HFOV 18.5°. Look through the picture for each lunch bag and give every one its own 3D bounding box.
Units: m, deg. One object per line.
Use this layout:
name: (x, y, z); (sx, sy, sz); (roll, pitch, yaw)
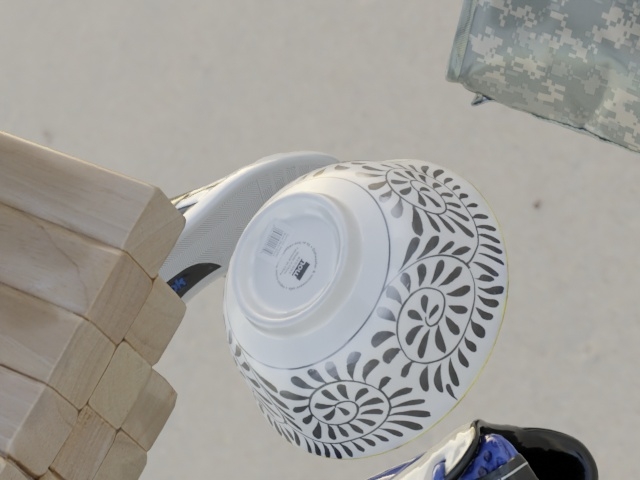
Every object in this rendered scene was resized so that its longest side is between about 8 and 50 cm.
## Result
lunch bag: (0.248, -0.217, 1.596); (0.169, 0.235, 0.287); (-41, -30, -66)

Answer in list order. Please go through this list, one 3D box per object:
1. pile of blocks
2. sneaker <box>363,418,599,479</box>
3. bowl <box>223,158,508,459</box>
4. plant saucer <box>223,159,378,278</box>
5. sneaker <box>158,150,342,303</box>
pile of blocks: (-0.196, 0.046, 0.627); (0.362, 0.112, 0.149); (-6, 60, 20)
sneaker: (0.036, 0.178, 1.081); (0.127, 0.315, 0.182); (57, 149, 8)
bowl: (0.006, 0.022, 1.027); (0.170, 0.080, 0.170); (-16, 61, 30)
plant saucer: (0.000, 0.000, 1.674); (0.198, 0.199, 0.036); (-38, 56, 33)
sneaker: (-0.095, -0.017, 1.430); (0.217, 0.079, 0.121); (-29, 30, -23)
